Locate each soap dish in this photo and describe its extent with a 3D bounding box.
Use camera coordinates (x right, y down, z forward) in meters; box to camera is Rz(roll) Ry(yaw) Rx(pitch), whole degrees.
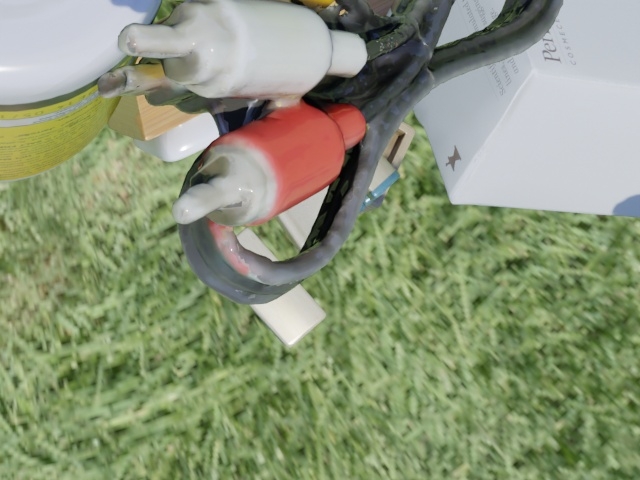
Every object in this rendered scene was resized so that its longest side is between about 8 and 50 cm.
[{"bbox_3d":[-0.079,-0.195,1.518,0.291,0.229,0.118,-28,105,-11],"label":"soap dish"}]

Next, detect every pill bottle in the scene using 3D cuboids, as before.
[{"bbox_3d":[-0.205,-0.140,0.945,0.188,0.334,0.188,2,80,-13],"label":"pill bottle"}]

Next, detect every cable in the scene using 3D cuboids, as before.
[{"bbox_3d":[0.029,-0.067,0.575,0.287,0.072,0.139,-19,93,-43],"label":"cable"}]

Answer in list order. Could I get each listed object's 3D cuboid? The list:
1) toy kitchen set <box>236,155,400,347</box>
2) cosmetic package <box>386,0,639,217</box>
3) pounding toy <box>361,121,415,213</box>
[{"bbox_3d":[0.000,0.000,1.601,0.207,0.166,0.122,-41,91,-5],"label":"toy kitchen set"},{"bbox_3d":[0.269,-0.141,1.253,0.385,0.217,0.156,3,140,-27],"label":"cosmetic package"},{"bbox_3d":[0.024,-0.124,1.871,0.141,0.100,0.130,29,75,-13],"label":"pounding toy"}]
